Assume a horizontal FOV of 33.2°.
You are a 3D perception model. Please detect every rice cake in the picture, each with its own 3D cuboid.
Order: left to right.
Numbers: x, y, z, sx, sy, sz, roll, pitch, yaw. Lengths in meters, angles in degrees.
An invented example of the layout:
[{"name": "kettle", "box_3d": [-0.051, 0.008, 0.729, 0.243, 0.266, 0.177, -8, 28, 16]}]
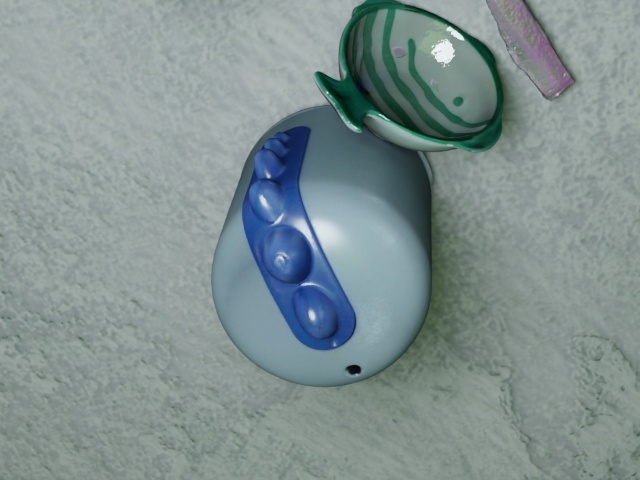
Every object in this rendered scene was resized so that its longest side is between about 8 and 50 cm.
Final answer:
[{"name": "rice cake", "box_3d": [0.222, -0.250, 1.212, 0.047, 0.036, 0.206, -25, 110, 25]}]

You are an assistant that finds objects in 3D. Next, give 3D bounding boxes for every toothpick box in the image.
[{"name": "toothpick box", "box_3d": [0.000, 0.000, 1.166, 0.263, 0.354, 0.263, 2, 114, 4]}]

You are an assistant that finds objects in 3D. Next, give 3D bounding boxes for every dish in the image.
[{"name": "dish", "box_3d": [0.088, -0.162, 1.187, 0.224, 0.246, 0.078, 55, 142, 15]}]
